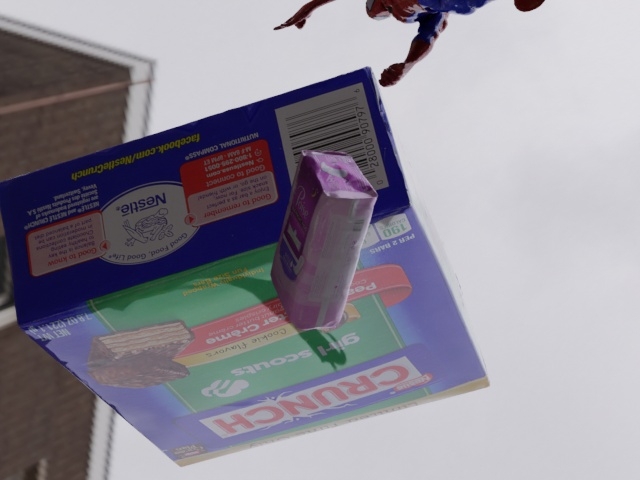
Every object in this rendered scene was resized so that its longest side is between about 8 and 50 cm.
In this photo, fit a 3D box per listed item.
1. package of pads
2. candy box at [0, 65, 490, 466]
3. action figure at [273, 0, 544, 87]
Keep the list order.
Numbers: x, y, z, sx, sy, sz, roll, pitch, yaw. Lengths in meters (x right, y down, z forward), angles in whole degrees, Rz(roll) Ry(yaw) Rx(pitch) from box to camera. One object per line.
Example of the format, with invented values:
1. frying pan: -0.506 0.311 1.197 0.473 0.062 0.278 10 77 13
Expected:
1. package of pads: 0.000 0.000 0.765 0.050 0.032 0.083 -122 -139 -51
2. candy box: -0.041 0.038 1.071 0.268 0.317 0.122 -17 -118 8
3. action figure: 0.063 -0.175 1.124 0.139 0.280 0.091 -41 -78 -9
